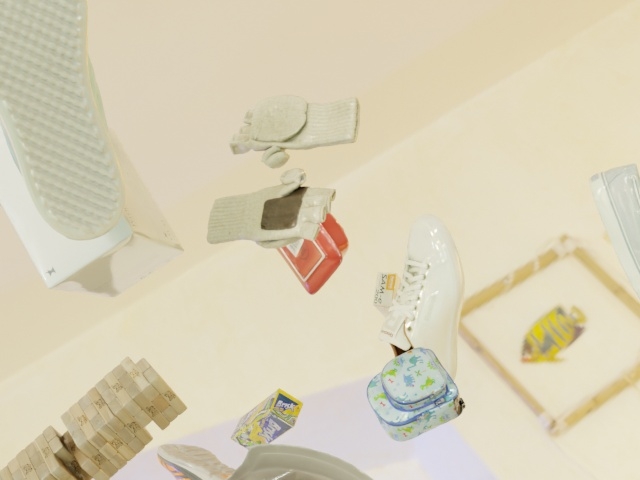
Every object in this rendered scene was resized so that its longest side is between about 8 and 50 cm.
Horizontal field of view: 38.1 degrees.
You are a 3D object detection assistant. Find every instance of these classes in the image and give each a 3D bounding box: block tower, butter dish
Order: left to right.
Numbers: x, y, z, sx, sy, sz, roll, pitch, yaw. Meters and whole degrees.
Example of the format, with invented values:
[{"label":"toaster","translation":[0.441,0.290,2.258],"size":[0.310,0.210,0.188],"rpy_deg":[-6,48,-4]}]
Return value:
[{"label":"block tower","translation":[-0.362,0.320,1.379],"size":[0.335,0.091,0.097],"rpy_deg":[-41,-52,-12]},{"label":"butter dish","translation":[0.000,0.000,1.860],"size":[0.118,0.160,0.160],"rpy_deg":[-25,-18,-38]}]

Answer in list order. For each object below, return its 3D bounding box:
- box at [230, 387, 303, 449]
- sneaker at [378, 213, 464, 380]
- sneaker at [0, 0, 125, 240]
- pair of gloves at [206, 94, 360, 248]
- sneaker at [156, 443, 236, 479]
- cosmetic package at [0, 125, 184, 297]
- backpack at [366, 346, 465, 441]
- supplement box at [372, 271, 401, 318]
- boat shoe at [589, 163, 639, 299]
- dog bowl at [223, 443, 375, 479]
[{"label":"box","translation":[-0.101,0.340,1.737],"size":[0.169,0.059,0.054],"rpy_deg":[-44,17,48]},{"label":"sneaker","translation":[0.155,0.106,1.482],"size":[0.123,0.106,0.290],"rpy_deg":[-8,-80,-31]},{"label":"sneaker","translation":[-0.311,-0.183,1.009],"size":[0.135,0.150,0.366],"rpy_deg":[-13,-75,-20]},{"label":"pair of gloves","translation":[-0.057,-0.104,1.309],"size":[0.042,0.204,0.240],"rpy_deg":[44,-124,-53]},{"label":"sneaker","translation":[-0.272,0.571,2.045],"size":[0.124,0.321,0.180],"rpy_deg":[7,-84,-41]},{"label":"cosmetic package","translation":[-0.324,-0.054,1.267],"size":[0.138,0.224,0.224],"rpy_deg":[-33,-10,5]},{"label":"backpack","translation":[0.123,0.207,1.263],"size":[0.114,0.105,0.084],"rpy_deg":[-29,-46,-2]},{"label":"supplement box","translation":[0.126,0.100,1.650],"size":[0.098,0.036,0.062],"rpy_deg":[48,-131,-62]},{"label":"boat shoe","translation":[0.437,0.005,1.236],"size":[0.081,0.228,0.079],"rpy_deg":[-24,5,22]},{"label":"dog bowl","translation":[-0.056,0.422,1.154],"size":[0.348,0.349,0.102],"rpy_deg":[-20,-46,-29]}]
